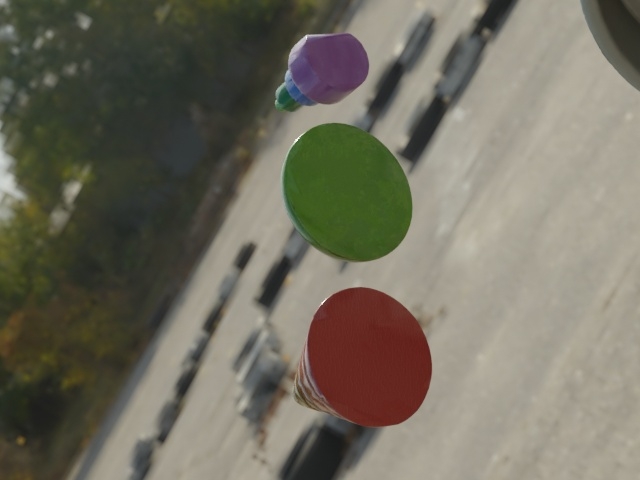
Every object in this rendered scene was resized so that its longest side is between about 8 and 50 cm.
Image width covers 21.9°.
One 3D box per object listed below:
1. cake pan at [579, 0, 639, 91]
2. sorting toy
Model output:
[{"bbox_3d":[0.300,-0.195,1.014,0.293,0.293,0.054,-57,22,37],"label":"cake pan"},{"bbox_3d":[0.000,0.000,1.454,0.126,0.127,0.365,-36,55,53],"label":"sorting toy"}]
